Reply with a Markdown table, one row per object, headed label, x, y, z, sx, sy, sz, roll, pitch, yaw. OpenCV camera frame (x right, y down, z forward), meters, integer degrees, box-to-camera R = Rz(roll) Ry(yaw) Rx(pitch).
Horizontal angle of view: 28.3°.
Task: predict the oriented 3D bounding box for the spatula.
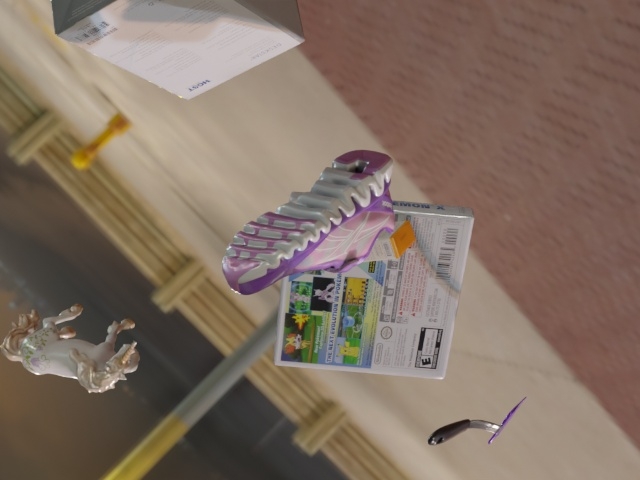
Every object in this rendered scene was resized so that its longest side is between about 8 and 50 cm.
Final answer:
| label | x | y | z | sx | sy | sz | roll | pitch | yaw |
| --- | --- | --- | --- | --- | --- | --- | --- | --- | --- |
| spatula | 0.255 | 0.306 | 2.074 | 0.030 | 0.084 | 0.296 | 44 | -155 | 29 |

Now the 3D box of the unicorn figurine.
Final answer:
| label | x | y | z | sx | sy | sz | roll | pitch | yaw |
| --- | --- | --- | --- | --- | --- | --- | --- | --- | --- |
| unicorn figurine | -0.203 | 0.097 | 1.097 | 0.111 | 0.162 | 0.060 | -50 | -48 | -64 |

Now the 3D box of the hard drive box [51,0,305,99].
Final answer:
| label | x | y | z | sx | sy | sz | roll | pitch | yaw |
| --- | --- | --- | --- | --- | --- | --- | --- | --- | --- |
| hard drive box | -0.159 | -0.263 | 1.429 | 0.232 | 0.181 | 0.089 | 24 | -130 | -55 |

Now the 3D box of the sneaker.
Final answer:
| label | x | y | z | sx | sy | sz | roll | pitch | yaw |
| --- | --- | --- | --- | --- | --- | --- | --- | --- | --- |
| sneaker | 0.000 | 0.000 | 1.380 | 0.095 | 0.236 | 0.104 | 19 | 136 | 47 |

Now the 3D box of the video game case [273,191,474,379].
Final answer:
| label | x | y | z | sx | sy | sz | roll | pitch | yaw |
| --- | --- | --- | --- | --- | --- | --- | --- | --- | --- |
| video game case | 0.083 | 0.080 | 2.118 | 0.036 | 0.300 | 0.329 | -89 | 5 | -60 |

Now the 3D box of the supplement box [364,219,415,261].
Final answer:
| label | x | y | z | sx | sy | sz | roll | pitch | yaw |
| --- | --- | --- | --- | --- | --- | --- | --- | --- | --- |
| supplement box | 0.083 | 0.003 | 1.888 | 0.098 | 0.062 | 0.036 | -6 | 113 | 34 |
